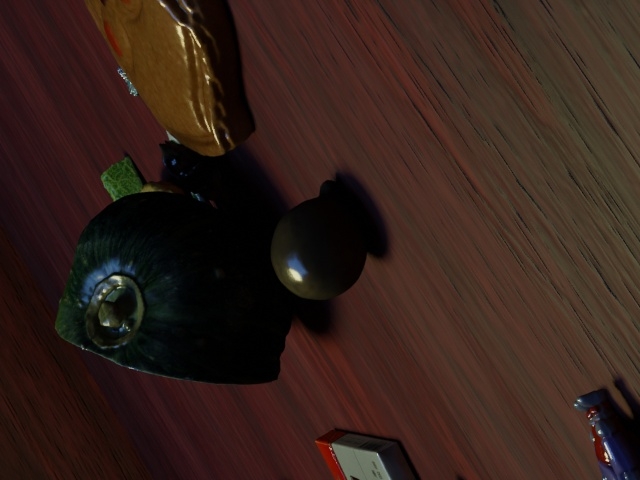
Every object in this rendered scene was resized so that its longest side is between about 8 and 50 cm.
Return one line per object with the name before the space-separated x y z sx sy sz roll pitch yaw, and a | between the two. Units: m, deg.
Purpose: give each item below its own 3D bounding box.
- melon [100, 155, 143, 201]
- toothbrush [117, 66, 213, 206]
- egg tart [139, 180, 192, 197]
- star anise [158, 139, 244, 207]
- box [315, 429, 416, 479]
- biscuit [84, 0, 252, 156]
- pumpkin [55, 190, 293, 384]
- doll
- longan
melon | -0.246 0.005 2.309 0.262 0.053 0.114 61 170 -1
toothbrush | -0.170 -0.095 1.978 0.304 0.030 0.030 60 163 -6
egg tart | -0.186 0.060 2.121 0.290 0.115 0.290 54 163 25
star anise | -0.143 -0.076 1.879 0.124 0.056 0.129 39 177 3
box | 0.070 0.304 1.910 0.139 0.035 0.245 63 162 -7
biscuit | -0.214 -0.291 1.727 0.455 0.078 0.350 59 167 6
pumpkin | -0.161 0.047 1.844 0.293 0.263 0.197 19 95 44
doll | 0.255 0.223 1.201 0.102 0.075 0.227 62 -173 -79
longan | 0.000 0.000 1.538 0.106 0.106 0.119 155 125 -73
